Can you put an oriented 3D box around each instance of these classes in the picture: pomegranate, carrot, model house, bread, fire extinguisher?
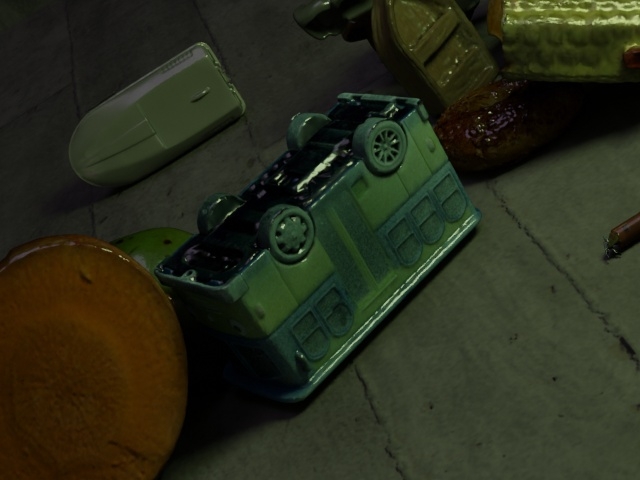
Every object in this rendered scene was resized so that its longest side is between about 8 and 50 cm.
[{"bbox_3d":[-0.183,0.082,1.792,0.202,0.202,0.248,-34,-7,-2],"label":"pomegranate"},{"bbox_3d":[-0.260,0.147,1.626,0.258,0.307,0.100,5,5,2],"label":"carrot"},{"bbox_3d":[0.294,-0.250,1.766,0.196,0.160,0.254,2,29,9],"label":"model house"},{"bbox_3d":[0.214,-0.145,1.855,0.193,0.064,0.193,-26,21,11],"label":"bread"},{"bbox_3d":[0.306,-0.012,1.537,0.083,0.022,0.028,-33,54,1],"label":"fire extinguisher"}]

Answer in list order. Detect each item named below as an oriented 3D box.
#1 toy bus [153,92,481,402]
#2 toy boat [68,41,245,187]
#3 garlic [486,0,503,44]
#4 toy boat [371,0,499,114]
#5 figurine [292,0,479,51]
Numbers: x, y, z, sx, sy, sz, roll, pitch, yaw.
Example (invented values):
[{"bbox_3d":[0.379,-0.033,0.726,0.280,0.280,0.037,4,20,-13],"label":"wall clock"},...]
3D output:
[{"bbox_3d":[0.000,0.000,1.677,0.312,0.190,0.152,-44,31,-24],"label":"toy bus"},{"bbox_3d":[-0.253,-0.185,2.424,0.269,0.141,0.141,-29,24,15],"label":"toy boat"},{"bbox_3d":[0.323,-0.312,1.989,0.245,0.145,0.164,-13,62,34],"label":"garlic"},{"bbox_3d":[0.130,-0.250,2.010,0.116,0.188,0.061,-48,19,-29],"label":"toy boat"},{"bbox_3d":[0.136,-0.349,2.124,0.342,0.285,0.167,2,54,-7],"label":"figurine"}]
